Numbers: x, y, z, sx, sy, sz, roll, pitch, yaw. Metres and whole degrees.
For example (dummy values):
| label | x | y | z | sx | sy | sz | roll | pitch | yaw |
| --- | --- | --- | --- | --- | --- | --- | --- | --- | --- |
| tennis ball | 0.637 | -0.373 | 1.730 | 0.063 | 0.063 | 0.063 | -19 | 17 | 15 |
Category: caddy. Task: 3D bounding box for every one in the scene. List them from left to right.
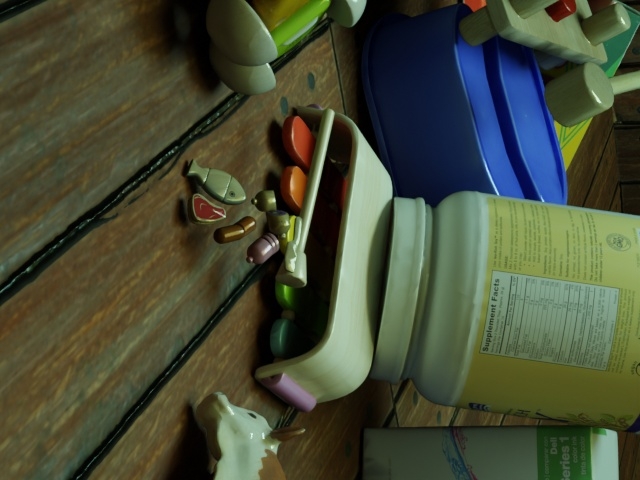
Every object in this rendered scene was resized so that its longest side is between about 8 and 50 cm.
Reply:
| label | x | y | z | sx | sy | sz | roll | pitch | yaw |
| --- | --- | --- | --- | --- | --- | --- | --- | --- | --- |
| caddy | 0.167 | -0.134 | 1.550 | 0.241 | 0.179 | 0.341 | -4 | 79 | -55 |

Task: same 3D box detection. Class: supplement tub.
| label | x | y | z | sx | sy | sz | roll | pitch | yaw |
| --- | --- | --- | --- | --- | --- | --- | --- | --- | --- |
| supplement tub | 0.229 | 0.075 | 1.358 | 0.241 | 0.331 | 0.241 | -172 | -90 | -90 |

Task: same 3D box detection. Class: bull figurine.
| label | x | y | z | sx | sy | sz | roll | pitch | yaw |
| --- | --- | --- | --- | --- | --- | --- | --- | --- | --- |
| bull figurine | -0.082 | 0.282 | 1.014 | 0.188 | 0.101 | 0.310 | 8 | 79 | -64 |

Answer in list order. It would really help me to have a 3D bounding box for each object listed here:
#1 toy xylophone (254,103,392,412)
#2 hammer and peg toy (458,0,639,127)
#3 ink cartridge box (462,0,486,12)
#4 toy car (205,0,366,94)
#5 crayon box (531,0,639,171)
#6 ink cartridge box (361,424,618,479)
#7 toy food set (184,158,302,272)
| label | x | y | z | sx | sy | sz | roll | pitch | yaw |
| --- | --- | --- | --- | --- | --- | --- | --- | --- | --- |
| toy xylophone | 0.000 | 0.000 | 1.256 | 0.236 | 0.081 | 0.323 | 58 | 37 | -51 |
| hammer and peg toy | 0.262 | -0.289 | 1.480 | 0.266 | 0.127 | 0.361 | 3 | 66 | -52 |
| ink cartridge box | 0.326 | -0.455 | 2.091 | 0.385 | 0.091 | 0.308 | 16 | 74 | -68 |
| toy car | -0.047 | -0.228 | 1.090 | 0.136 | 0.159 | 0.182 | 49 | -10 | 7 |
| crayon box | 0.279 | -0.202 | 1.696 | 0.081 | 0.202 | 0.319 | 13 | 105 | -44 |
| ink cartridge box | 0.209 | 0.285 | 1.502 | 0.201 | 0.278 | 0.117 | 26 | 63 | -66 |
| toy food set | -0.066 | -0.019 | 1.084 | 0.122 | 0.019 | 0.078 | 23 | 60 | -27 |
